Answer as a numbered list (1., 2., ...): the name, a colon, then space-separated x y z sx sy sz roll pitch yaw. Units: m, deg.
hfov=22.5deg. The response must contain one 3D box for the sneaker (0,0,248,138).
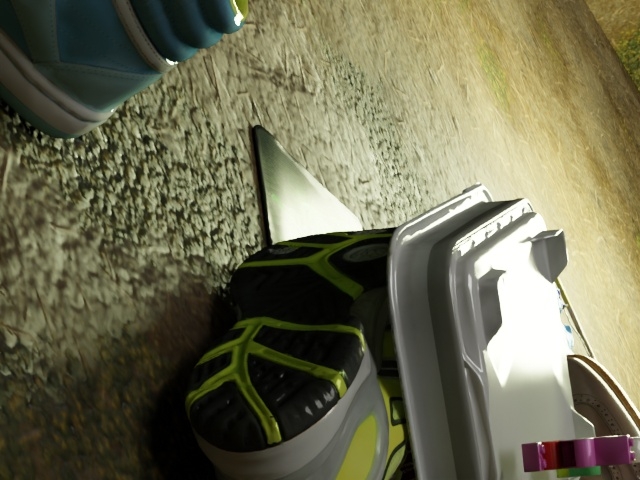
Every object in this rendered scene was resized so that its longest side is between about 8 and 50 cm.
1. sneaker: -0.160 -0.212 0.934 0.319 0.208 0.127 45 29 -42

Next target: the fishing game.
1. fishing game: 0.226 0.061 1.835 0.264 0.041 0.189 23 38 -54

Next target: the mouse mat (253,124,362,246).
1. mouse mat: 0.000 0.000 1.385 0.190 0.007 0.152 43 29 -48

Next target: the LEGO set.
1. LEGO set: 0.220 0.183 1.156 0.227 0.093 0.087 14 70 -69

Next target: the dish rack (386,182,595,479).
1. dish rack: 0.141 0.107 1.208 0.333 0.072 0.285 -25 107 -69

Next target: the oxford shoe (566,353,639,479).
1. oxford shoe: 0.260 0.254 1.573 0.133 0.130 0.363 36 34 -43

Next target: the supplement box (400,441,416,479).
1. supplement box: 0.097 0.176 1.325 0.239 0.073 0.130 55 23 -26

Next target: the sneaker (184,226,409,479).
1. sneaker: 0.004 0.097 1.142 0.384 0.145 0.147 -52 133 -62
